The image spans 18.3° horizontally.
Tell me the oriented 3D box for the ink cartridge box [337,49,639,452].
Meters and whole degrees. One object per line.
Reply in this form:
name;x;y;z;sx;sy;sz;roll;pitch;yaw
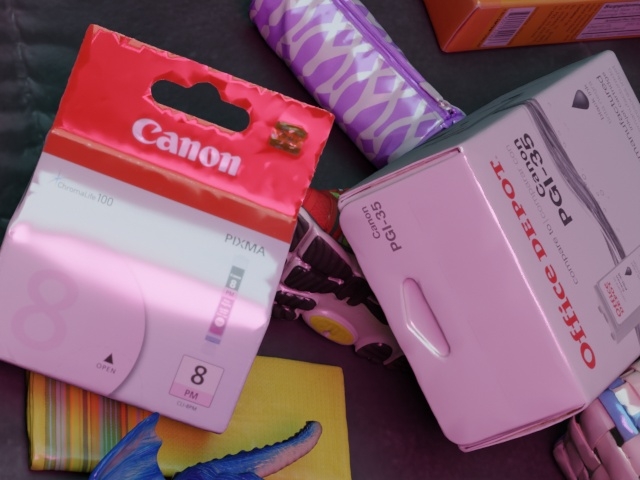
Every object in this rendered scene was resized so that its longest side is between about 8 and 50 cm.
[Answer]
ink cartridge box;0.161;0.002;1.455;0.283;0.117;0.207;-33;98;-55

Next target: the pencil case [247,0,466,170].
pencil case;0.031;-0.139;1.597;0.206;0.088;0.086;47;52;12

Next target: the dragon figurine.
dragon figurine;-0.109;0.174;1.292;0.144;0.085;0.289;30;53;9

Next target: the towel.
towel;-0.094;0.126;1.416;0.237;0.021;0.102;7;60;-19

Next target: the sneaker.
sneaker;0.000;0.000;1.480;0.279;0.107;0.118;33;39;-25

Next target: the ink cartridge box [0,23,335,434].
ink cartridge box;-0.114;-0.005;1.354;0.189;0.232;0.066;20;12;-8

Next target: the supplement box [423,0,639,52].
supplement box;0.207;-0.220;1.730;0.233;0.080;0.078;-7;64;-29

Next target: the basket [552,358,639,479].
basket;0.343;0.165;1.458;0.289;0.201;0.254;-20;68;-22
